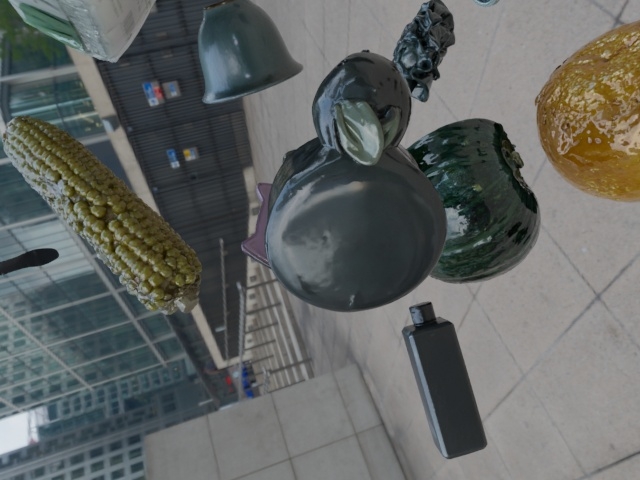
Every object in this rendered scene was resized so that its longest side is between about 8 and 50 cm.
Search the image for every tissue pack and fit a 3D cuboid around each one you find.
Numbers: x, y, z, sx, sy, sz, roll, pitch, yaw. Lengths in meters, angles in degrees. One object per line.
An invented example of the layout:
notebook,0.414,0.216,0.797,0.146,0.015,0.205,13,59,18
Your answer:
tissue pack,-0.348,-0.451,0.724,0.266,0.194,0.356,-63,16,-5

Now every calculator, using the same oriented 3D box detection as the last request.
calculator,-0.001,0.001,0.944,0.043,0.294,0.194,130,154,-55

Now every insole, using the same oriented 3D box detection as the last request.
insole,-0.649,0.046,1.074,0.002,0.135,0.045,48,152,51

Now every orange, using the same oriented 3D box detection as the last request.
orange,0.585,-0.228,0.899,0.293,0.340,0.340,44,-177,-26

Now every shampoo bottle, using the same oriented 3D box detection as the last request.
shampoo bottle,0.200,0.225,0.814,0.080,0.079,0.246,115,139,-87

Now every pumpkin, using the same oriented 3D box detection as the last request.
pumpkin,0.245,-0.032,0.851,0.293,0.263,0.197,36,-143,-47

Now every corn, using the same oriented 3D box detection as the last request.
corn,-0.266,-0.033,0.603,0.320,0.097,0.097,44,165,5

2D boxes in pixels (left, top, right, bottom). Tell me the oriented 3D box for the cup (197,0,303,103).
cup,-0.146,-0.352,0.879,0.199,0.199,0.150,-127,16,-61

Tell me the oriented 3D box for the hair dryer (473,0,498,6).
hair dryer,0.184,-0.348,0.604,0.137,0.082,0.047,37,173,28

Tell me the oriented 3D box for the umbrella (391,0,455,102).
umbrella,0.202,-0.372,0.918,0.349,0.094,0.143,-60,-6,-56

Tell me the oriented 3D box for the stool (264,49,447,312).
stool,0.037,-0.046,0.450,0.139,0.153,0.228,-96,30,-59
